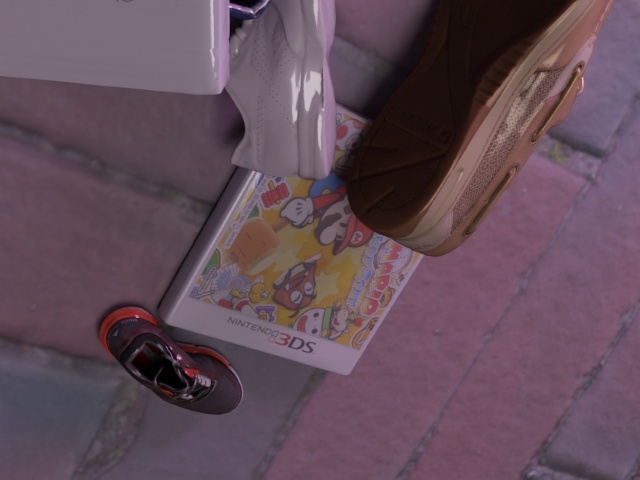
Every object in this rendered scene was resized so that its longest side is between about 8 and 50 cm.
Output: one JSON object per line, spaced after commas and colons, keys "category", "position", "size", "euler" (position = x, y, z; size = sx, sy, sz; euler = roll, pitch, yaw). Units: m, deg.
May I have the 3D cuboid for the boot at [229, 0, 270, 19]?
{"category": "boot", "position": [-0.114, -0.212, 0.752], "size": [0.190, 0.086, 0.069], "euler": [23, 106, -36]}

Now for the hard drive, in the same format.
{"category": "hard drive", "position": [-0.156, -0.243, 0.678], "size": [0.203, 0.040, 0.307], "euler": [6, 120, 6]}

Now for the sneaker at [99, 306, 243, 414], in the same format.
{"category": "sneaker", "position": [-0.120, 0.117, 0.962], "size": [0.061, 0.065, 0.158], "euler": [-49, 129, 6]}

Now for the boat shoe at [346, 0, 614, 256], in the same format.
{"category": "boat shoe", "position": [0.152, -0.142, 0.922], "size": [0.110, 0.121, 0.341], "euler": [27, 101, -48]}

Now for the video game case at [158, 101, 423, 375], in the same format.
{"category": "video game case", "position": [0.000, 0.000, 0.982], "size": [0.206, 0.026, 0.227], "euler": [21, 107, -36]}

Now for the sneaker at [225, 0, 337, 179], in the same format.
{"category": "sneaker", "position": [-0.038, -0.149, 0.844], "size": [0.094, 0.080, 0.212], "euler": [3, 107, 10]}
